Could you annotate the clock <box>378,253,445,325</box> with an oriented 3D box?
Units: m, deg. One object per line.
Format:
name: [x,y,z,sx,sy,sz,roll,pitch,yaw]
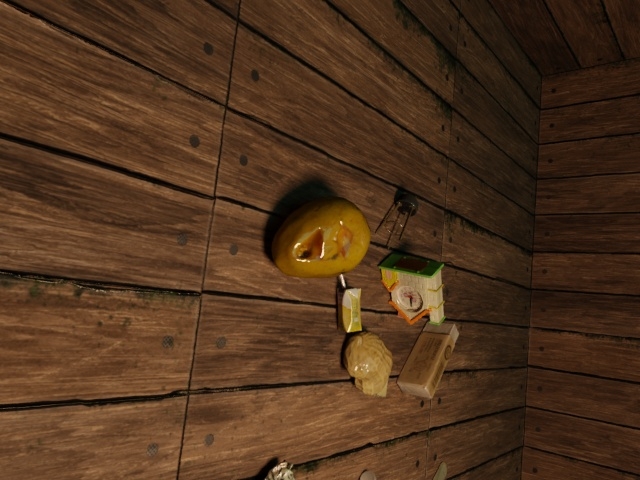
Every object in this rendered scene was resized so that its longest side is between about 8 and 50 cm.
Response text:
clock: [0.357,0.200,1.940,0.106,0.220,0.255,-36,125,-44]

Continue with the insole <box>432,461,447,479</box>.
insole: [0.491,1.138,2.257,0.348,0.009,0.119,-44,122,-41]

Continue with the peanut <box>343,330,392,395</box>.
peanut: [0.168,0.425,1.786,0.196,0.110,0.233,-58,133,-33]

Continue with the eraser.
eraser: [0.449,0.485,2.101,0.343,0.144,0.078,-52,126,-36]

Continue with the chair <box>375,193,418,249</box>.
chair: [0.304,-0.074,1.973,0.221,0.104,0.095,-59,157,-26]

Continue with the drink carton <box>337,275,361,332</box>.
drink carton: [0.096,0.205,1.721,0.075,0.084,0.199,-2,92,-27]

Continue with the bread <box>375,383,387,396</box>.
bread: [0.234,0.518,1.929,0.068,0.028,0.153,29,67,-47]

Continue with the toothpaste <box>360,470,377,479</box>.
toothpaste: [0.205,0.961,1.882,0.096,0.061,0.266,-46,130,-41]

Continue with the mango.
mango: [0.000,0.000,1.543,0.365,0.182,0.252,-19,108,-38]

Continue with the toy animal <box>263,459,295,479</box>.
toy animal: [-0.172,0.728,1.397,0.255,0.090,0.169,-7,103,-59]
